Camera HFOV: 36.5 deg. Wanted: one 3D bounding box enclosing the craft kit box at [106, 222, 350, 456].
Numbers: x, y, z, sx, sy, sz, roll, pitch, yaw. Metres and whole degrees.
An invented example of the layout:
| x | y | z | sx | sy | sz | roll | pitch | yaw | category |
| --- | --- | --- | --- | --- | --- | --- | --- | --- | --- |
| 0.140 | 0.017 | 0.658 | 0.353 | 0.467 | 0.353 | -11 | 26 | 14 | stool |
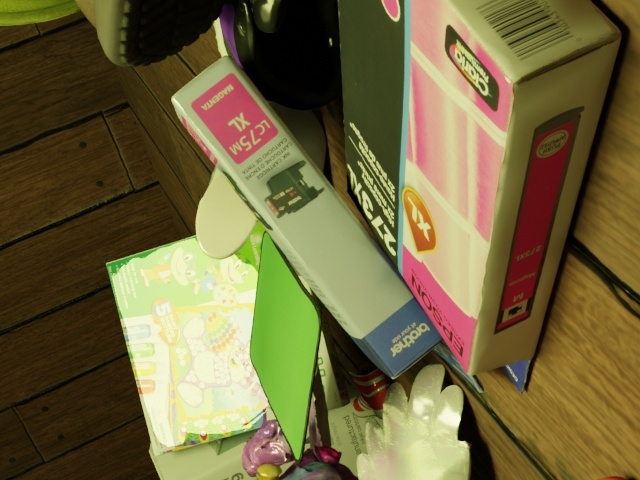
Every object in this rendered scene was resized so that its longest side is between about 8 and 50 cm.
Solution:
| x | y | z | sx | sy | sz | roll | pitch | yaw | category |
| --- | --- | --- | --- | --- | --- | --- | --- | --- | --- |
| -0.115 | 0.112 | 1.187 | 0.061 | 0.246 | 0.250 | 21 | -128 | -80 | craft kit box |

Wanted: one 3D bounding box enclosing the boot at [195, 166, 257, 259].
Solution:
| x | y | z | sx | sy | sz | roll | pitch | yaw | category |
| --- | --- | --- | --- | --- | --- | --- | --- | --- | --- |
| -0.091 | -0.061 | 1.108 | 0.086 | 0.069 | 0.190 | 92 | -166 | -75 | boot |

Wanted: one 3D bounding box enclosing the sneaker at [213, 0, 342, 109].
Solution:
| x | y | z | sx | sy | sz | roll | pitch | yaw | category |
| --- | --- | --- | --- | --- | --- | --- | --- | --- | --- |
| -0.049 | -0.222 | 0.706 | 0.146 | 0.102 | 0.293 | 47 | 165 | 57 | sneaker |

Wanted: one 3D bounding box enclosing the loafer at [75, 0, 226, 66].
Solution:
| x | y | z | sx | sy | sz | roll | pitch | yaw | category |
| --- | --- | --- | --- | --- | --- | --- | --- | --- | --- |
| -0.106 | -0.260 | 0.551 | 0.130 | 0.133 | 0.366 | 46 | 141 | 15 | loafer |

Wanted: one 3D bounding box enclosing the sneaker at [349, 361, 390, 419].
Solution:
| x | y | z | sx | sy | sz | roll | pitch | yaw | category |
| --- | --- | --- | --- | --- | --- | --- | --- | --- | --- |
| 0.056 | 0.172 | 1.141 | 0.067 | 0.042 | 0.118 | 62 | 160 | -1 | sneaker |

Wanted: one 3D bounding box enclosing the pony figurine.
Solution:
| x | y | z | sx | sy | sz | roll | pitch | yaw | category |
| --- | --- | --- | --- | --- | --- | --- | --- | --- | --- |
| -0.003 | 0.280 | 0.986 | 0.303 | 0.363 | 0.351 | 30 | 131 | 59 | pony figurine |

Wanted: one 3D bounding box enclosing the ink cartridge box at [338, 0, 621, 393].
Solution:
| x | y | z | sx | sy | sz | roll | pitch | yaw | category |
| --- | --- | --- | --- | --- | --- | --- | --- | --- | --- |
| 0.078 | -0.041 | 0.601 | 0.176 | 0.069 | 0.371 | 58 | 168 | 31 | ink cartridge box |

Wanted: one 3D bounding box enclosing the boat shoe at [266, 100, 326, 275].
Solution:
| x | y | z | sx | sy | sz | roll | pitch | yaw | category |
| --- | --- | --- | --- | --- | --- | --- | --- | --- | --- |
| -0.045 | -0.064 | 0.993 | 0.084 | 0.095 | 0.258 | 51 | 161 | 35 | boat shoe |

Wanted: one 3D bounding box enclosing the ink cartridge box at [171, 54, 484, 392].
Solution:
| x | y | z | sx | sy | sz | roll | pitch | yaw | category |
| --- | --- | --- | --- | --- | --- | --- | --- | --- | --- |
| 0.000 | 0.000 | 0.782 | 0.311 | 0.065 | 0.186 | 50 | 177 | -6 | ink cartridge box |

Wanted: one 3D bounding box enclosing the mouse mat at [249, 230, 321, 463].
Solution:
| x | y | z | sx | sy | sz | roll | pitch | yaw | category |
| --- | --- | --- | --- | --- | --- | --- | --- | --- | --- |
| -0.035 | 0.092 | 0.892 | 0.190 | 0.007 | 0.153 | -127 | 41 | -59 | mouse mat |

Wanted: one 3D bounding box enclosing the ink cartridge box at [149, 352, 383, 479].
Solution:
| x | y | z | sx | sy | sz | roll | pitch | yaw | category |
| --- | --- | --- | --- | --- | --- | --- | --- | --- | --- |
| -0.050 | 0.312 | 1.275 | 0.121 | 0.289 | 0.211 | 44 | 156 | 60 | ink cartridge box |

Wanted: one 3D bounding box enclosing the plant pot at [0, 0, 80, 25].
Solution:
| x | y | z | sx | sy | sz | roll | pitch | yaw | category |
| --- | --- | --- | --- | --- | --- | --- | --- | --- | --- |
| -0.310 | -0.453 | 0.885 | 0.367 | 0.366 | 0.353 | 62 | 156 | 15 | plant pot |

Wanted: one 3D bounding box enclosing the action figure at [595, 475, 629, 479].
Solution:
| x | y | z | sx | sy | sz | roll | pitch | yaw | category |
| --- | --- | --- | --- | --- | --- | --- | --- | --- | --- |
| 0.154 | 0.238 | 0.648 | 0.091 | 0.139 | 0.280 | 58 | 164 | 26 | action figure |
